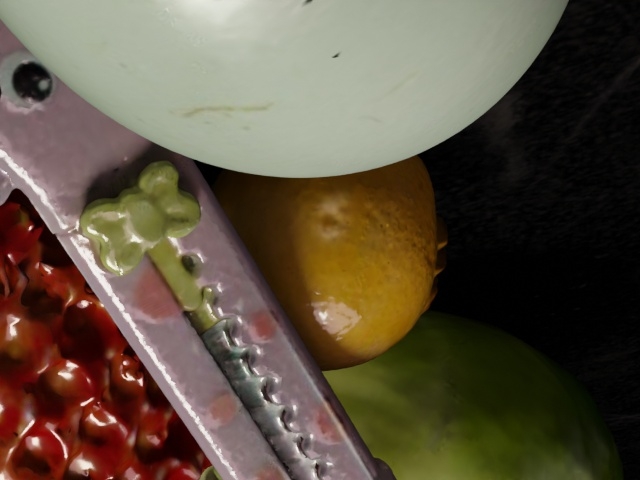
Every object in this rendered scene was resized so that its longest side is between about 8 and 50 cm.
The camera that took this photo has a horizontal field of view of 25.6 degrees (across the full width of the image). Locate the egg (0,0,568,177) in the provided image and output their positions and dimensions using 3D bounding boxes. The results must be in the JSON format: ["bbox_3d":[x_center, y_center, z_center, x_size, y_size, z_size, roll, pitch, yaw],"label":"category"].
[{"bbox_3d":[-0.021,-0.121,0.393,0.183,0.182,0.264,-20,149,16],"label":"egg"}]

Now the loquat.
[{"bbox_3d":[0.000,0.000,0.750,0.141,0.141,0.141,-11,157,-5],"label":"loquat"}]

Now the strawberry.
[{"bbox_3d":[-0.149,0.024,0.716,0.234,0.234,0.178,-4,123,-20],"label":"strawberry"}]

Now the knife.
[{"bbox_3d":[-0.045,0.047,0.653,0.132,0.038,0.398,-33,120,-7],"label":"knife"}]

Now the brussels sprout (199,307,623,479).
[{"bbox_3d":[0.055,0.192,1.041,0.344,0.268,0.344,-5,161,-2],"label":"brussels sprout"}]
